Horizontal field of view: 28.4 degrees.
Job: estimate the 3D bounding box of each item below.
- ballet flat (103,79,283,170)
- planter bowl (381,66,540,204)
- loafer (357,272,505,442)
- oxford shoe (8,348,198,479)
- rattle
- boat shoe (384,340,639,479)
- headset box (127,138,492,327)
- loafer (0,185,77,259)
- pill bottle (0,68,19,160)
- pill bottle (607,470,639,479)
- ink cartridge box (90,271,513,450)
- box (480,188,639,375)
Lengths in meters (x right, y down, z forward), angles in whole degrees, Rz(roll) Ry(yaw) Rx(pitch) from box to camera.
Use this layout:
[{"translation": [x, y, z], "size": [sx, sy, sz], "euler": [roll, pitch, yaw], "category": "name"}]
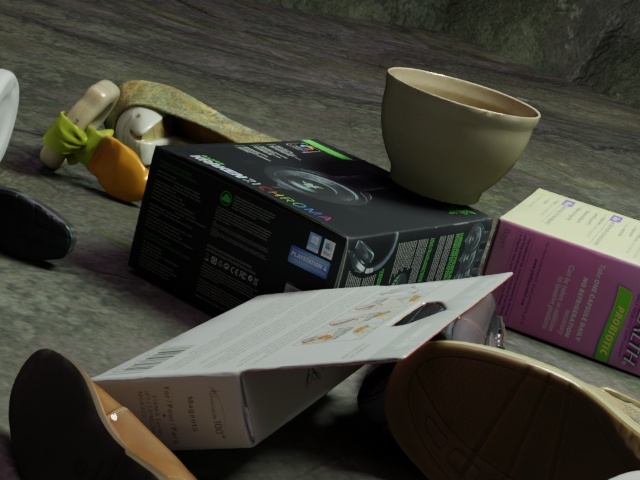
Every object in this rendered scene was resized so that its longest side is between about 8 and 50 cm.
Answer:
[{"translation": [-0.159, -0.105, 1.525], "size": [0.349, 0.123, 0.123], "euler": [23, 19, 27], "category": "ballet flat"}, {"translation": [0.131, -0.102, 1.296], "size": [0.162, 0.109, 0.162], "euler": [15, 17, -5], "category": "planter bowl"}, {"translation": [0.107, 0.114, 1.094], "size": [0.095, 0.109, 0.302], "euler": [55, 21, -3], "category": "loafer"}, {"translation": [-0.136, 0.144, 0.821], "size": [0.076, 0.076, 0.212], "euler": [26, 9, -48], "category": "oxford shoe"}, {"translation": [-0.253, -0.114, 1.526], "size": [0.143, 0.130, 0.200], "euler": [23, -8, -5], "category": "rattle"}, {"translation": [0.203, 0.171, 0.935], "size": [0.341, 0.121, 0.110], "euler": [27, 7, -1], "category": "boat shoe"}, {"translation": [0.000, 0.000, 1.269], "size": [0.246, 0.131, 0.283], "euler": [26, 19, 32], "category": "headset box"}, {"translation": [-0.302, -0.027, 1.222], "size": [0.170, 0.062, 0.061], "euler": [22, 13, 18], "category": "loafer"}, {"translation": [-0.453, -0.157, 1.407], "size": [0.209, 0.119, 0.119], "euler": [14, 17, -1], "category": "pill bottle"}, {"translation": [0.237, 0.246, 0.640], "size": [0.152, 0.152, 0.272], "euler": [0, 21, -41], "category": "pill bottle"}, {"translation": [0.000, 0.087, 0.949], "size": [0.239, 0.060, 0.275], "euler": [-5, 8, 24], "category": "ink cartridge box"}, {"translation": [0.320, 0.047, 1.418], "size": [0.243, 0.117, 0.213], "euler": [19, 17, 16], "category": "box"}]
